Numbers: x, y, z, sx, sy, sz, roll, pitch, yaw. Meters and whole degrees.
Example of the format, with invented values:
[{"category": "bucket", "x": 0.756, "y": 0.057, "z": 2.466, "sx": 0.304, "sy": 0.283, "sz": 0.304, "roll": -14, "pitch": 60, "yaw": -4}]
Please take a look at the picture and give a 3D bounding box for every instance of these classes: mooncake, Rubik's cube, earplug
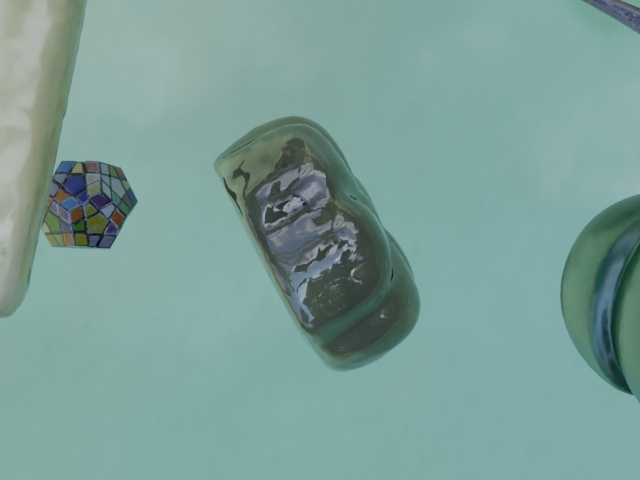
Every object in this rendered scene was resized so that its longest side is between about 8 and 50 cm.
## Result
[{"category": "mooncake", "x": 0.000, "y": 0.000, "z": 1.686, "sx": 0.135, "sy": 0.275, "sz": 0.275, "roll": -30, "pitch": 101, "yaw": 2}, {"category": "Rubik's cube", "x": -0.251, "y": -0.037, "z": 1.801, "sx": 0.093, "sy": 0.111, "sz": 0.111, "roll": -29, "pitch": 101, "yaw": 21}, {"category": "earplug", "x": 0.235, "y": 0.090, "z": 1.007, "sx": 0.164, "sy": 0.280, "sz": 0.257, "roll": 23, "pitch": 98, "yaw": -40}]

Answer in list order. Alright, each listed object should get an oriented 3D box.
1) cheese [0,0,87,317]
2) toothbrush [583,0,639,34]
[{"category": "cheese", "x": -0.206, "y": -0.121, "z": 0.630, "sx": 0.242, "sy": 0.124, "sz": 0.266, "roll": 11, "pitch": 89, "yaw": -11}, {"category": "toothbrush", "x": 0.234, "y": -0.115, "z": 1.034, "sx": 0.321, "sy": 0.031, "sz": 0.023, "roll": 30, "pitch": 95, "yaw": 20}]
